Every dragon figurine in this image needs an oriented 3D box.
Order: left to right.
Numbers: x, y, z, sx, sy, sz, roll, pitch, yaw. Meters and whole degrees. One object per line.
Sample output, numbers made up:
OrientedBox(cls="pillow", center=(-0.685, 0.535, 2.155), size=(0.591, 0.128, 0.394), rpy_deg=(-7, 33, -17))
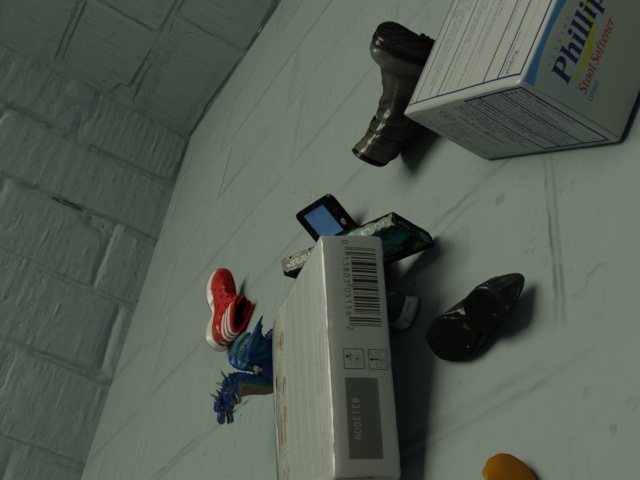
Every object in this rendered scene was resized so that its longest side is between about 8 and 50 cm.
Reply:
OrientedBox(cls="dragon figurine", center=(-0.101, 0.190, 1.427), size=(0.085, 0.144, 0.289), rpy_deg=(-42, 29, 47))

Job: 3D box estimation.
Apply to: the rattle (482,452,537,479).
OrientedBox(cls="rattle", center=(0.150, 0.310, 0.740), size=(0.143, 0.130, 0.200), rpy_deg=(-170, 78, -81))

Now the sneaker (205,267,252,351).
OrientedBox(cls="sneaker", center=(-0.196, 0.136, 1.875), size=(0.128, 0.087, 0.221), rpy_deg=(-39, 42, 35))

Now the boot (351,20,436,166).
OrientedBox(cls="boot", center=(0.121, -0.212, 1.293), size=(0.223, 0.118, 0.338), rpy_deg=(-59, -16, 18))

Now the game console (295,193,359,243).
OrientedBox(cls="game console", center=(0.000, 0.000, 1.506), size=(0.085, 0.124, 0.144), rpy_deg=(-44, 8, -30))

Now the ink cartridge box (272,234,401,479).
OrientedBox(cls="ink cartridge box", center=(0.005, 0.208, 1.152), size=(0.385, 0.091, 0.308), rpy_deg=(117, 153, -62))

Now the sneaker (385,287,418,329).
OrientedBox(cls="sneaker", center=(0.072, 0.097, 1.197), size=(0.166, 0.076, 0.065), rpy_deg=(-31, 37, 58))

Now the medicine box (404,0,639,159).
OrientedBox(cls="medicine box", center=(0.270, -0.256, 1.018), size=(0.264, 0.149, 0.289), rpy_deg=(-67, 20, -7))

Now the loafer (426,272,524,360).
OrientedBox(cls="loafer", center=(0.183, 0.092, 0.966), size=(0.061, 0.062, 0.170), rpy_deg=(-30, -11, -34))

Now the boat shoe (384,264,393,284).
OrientedBox(cls="boat shoe", center=(0.056, 0.080, 1.296), size=(0.170, 0.063, 0.059), rpy_deg=(-47, 11, 23))

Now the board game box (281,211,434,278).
OrientedBox(cls="board game box", center=(0.054, 0.019, 1.178), size=(0.186, 0.126, 0.026), rpy_deg=(-24, 66, 26))
